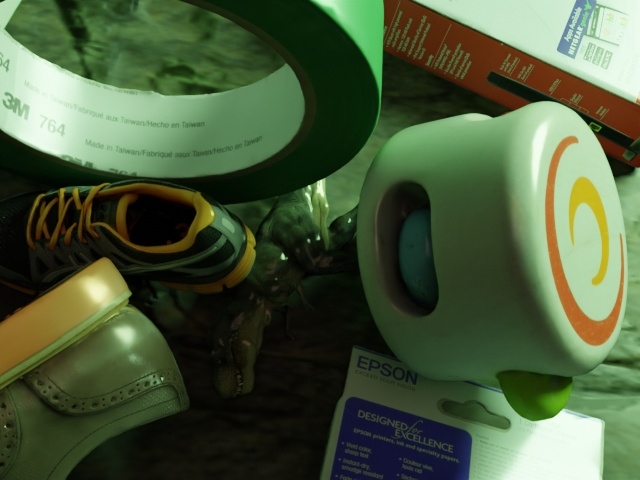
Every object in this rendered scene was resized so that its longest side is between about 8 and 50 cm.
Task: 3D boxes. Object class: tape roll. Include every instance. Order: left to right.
[{"bbox_3d":[-0.119,-0.125,0.676,0.321,0.321,0.077,6,66,-8],"label":"tape roll"}]

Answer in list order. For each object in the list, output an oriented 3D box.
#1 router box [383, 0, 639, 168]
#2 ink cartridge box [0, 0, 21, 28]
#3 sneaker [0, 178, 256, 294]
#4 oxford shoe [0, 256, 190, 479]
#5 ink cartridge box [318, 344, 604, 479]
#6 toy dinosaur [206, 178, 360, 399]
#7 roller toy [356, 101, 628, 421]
[{"bbox_3d":[0.215,-0.272,0.933,0.301,0.082,0.335,25,65,1],"label":"router box"},{"bbox_3d":[-0.368,-0.265,0.805,0.273,0.115,0.198,21,65,-1],"label":"ink cartridge box"},{"bbox_3d":[-0.157,-0.010,0.738,0.215,0.083,0.084,-1,68,7],"label":"sneaker"},{"bbox_3d":[-0.246,0.165,0.639,0.364,0.130,0.132,-37,96,-12],"label":"oxford shoe"},{"bbox_3d":[0.097,0.194,0.719,0.206,0.045,0.208,18,50,-3],"label":"ink cartridge box"},{"bbox_3d":[0.000,0.000,0.790,0.118,0.064,0.268,16,61,4],"label":"toy dinosaur"},{"bbox_3d":[0.120,0.002,0.731,0.146,0.191,0.209,-7,40,34],"label":"roller toy"}]
